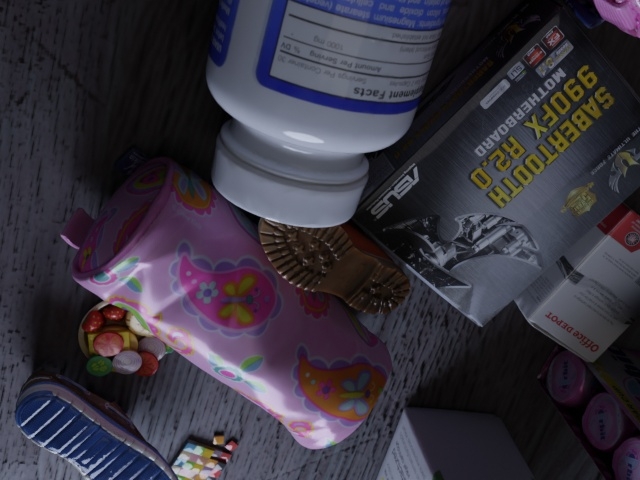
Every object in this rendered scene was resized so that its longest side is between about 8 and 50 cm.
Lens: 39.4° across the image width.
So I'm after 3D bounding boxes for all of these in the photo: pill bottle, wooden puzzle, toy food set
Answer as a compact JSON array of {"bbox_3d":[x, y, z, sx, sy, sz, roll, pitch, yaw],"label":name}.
[{"bbox_3d":[0.007,-0.153,0.603,0.152,0.152,0.272,7,118,-18],"label":"pill bottle"},{"bbox_3d":[-0.119,0.219,0.868,0.049,0.006,0.083,25,110,-26],"label":"wooden puzzle"},{"bbox_3d":[-0.166,0.084,0.770,0.083,0.020,0.083,-4,120,-13],"label":"toy food set"}]

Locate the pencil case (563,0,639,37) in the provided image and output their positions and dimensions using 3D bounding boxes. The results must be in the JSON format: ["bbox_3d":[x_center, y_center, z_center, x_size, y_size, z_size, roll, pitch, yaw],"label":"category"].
[{"bbox_3d":[0.339,-0.273,0.584,0.386,0.160,0.167,-23,120,10],"label":"pencil case"}]

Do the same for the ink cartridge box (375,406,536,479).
[{"bbox_3d":[0.117,0.339,0.883,0.117,0.201,0.278,8,117,-18],"label":"ink cartridge box"}]

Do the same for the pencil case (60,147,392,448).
[{"bbox_3d":[-0.068,0.055,0.726,0.124,0.124,0.284,-43,120,11],"label":"pencil case"}]

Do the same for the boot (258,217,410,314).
[{"bbox_3d":[0.000,0.000,0.718,0.059,0.085,0.158,-44,135,14],"label":"boot"}]

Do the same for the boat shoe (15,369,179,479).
[{"bbox_3d":[-0.187,0.176,0.790,0.066,0.066,0.183,-36,116,5],"label":"boat shoe"}]

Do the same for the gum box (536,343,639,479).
[{"bbox_3d":[0.300,0.176,0.844,0.107,0.188,0.062,15,115,-22],"label":"gum box"}]

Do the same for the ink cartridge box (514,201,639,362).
[{"bbox_3d":[0.257,0.033,0.829,0.099,0.056,0.135,33,107,-27],"label":"ink cartridge box"}]

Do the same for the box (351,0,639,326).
[{"bbox_3d":[0.156,-0.060,0.750,0.231,0.056,0.183,-44,120,12],"label":"box"}]
